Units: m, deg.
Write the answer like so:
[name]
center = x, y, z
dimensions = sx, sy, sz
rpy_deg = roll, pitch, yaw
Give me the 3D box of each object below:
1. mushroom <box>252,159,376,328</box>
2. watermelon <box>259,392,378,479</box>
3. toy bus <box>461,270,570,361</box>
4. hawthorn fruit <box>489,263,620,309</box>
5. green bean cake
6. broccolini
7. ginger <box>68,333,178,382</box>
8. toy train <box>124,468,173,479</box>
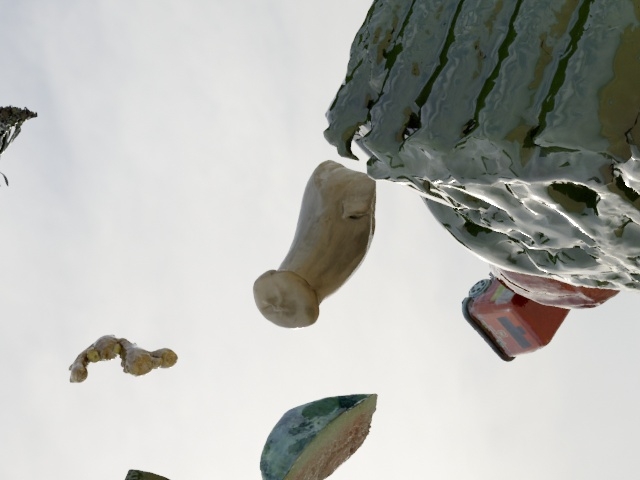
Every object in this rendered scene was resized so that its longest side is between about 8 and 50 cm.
[mushroom]
center = 0.006, 0.004, 1.477
dimensions = 0.108, 0.096, 0.247
rpy_deg = 54, -136, -30
[watermelon]
center = -0.010, 0.225, 1.321
dimensions = 0.180, 0.081, 0.094
rpy_deg = -19, -72, -45
[toy bus]
center = 0.327, 0.045, 1.777
dimensions = 0.121, 0.120, 0.265
rpy_deg = 48, -120, -15
[hawthorn fruit]
center = 0.344, 0.000, 1.564
dimensions = 0.207, 0.243, 0.207
rpy_deg = 21, -90, -75
[green bean cake]
center = 0.208, -0.073, 0.832
dimensions = 0.319, 0.335, 0.218
rpy_deg = 31, -102, -32
[broccolini]
center = -0.472, -0.068, 1.607
dimensions = 0.062, 0.271, 0.123
rpy_deg = 49, -147, 19
[ginger]
center = -0.358, 0.205, 2.166
dimensions = 0.176, 0.193, 0.052
rpy_deg = -125, 21, -61
[toy train]
center = -0.212, 0.358, 1.269
dimensions = 0.225, 0.090, 0.137
rpy_deg = -75, 7, -57
